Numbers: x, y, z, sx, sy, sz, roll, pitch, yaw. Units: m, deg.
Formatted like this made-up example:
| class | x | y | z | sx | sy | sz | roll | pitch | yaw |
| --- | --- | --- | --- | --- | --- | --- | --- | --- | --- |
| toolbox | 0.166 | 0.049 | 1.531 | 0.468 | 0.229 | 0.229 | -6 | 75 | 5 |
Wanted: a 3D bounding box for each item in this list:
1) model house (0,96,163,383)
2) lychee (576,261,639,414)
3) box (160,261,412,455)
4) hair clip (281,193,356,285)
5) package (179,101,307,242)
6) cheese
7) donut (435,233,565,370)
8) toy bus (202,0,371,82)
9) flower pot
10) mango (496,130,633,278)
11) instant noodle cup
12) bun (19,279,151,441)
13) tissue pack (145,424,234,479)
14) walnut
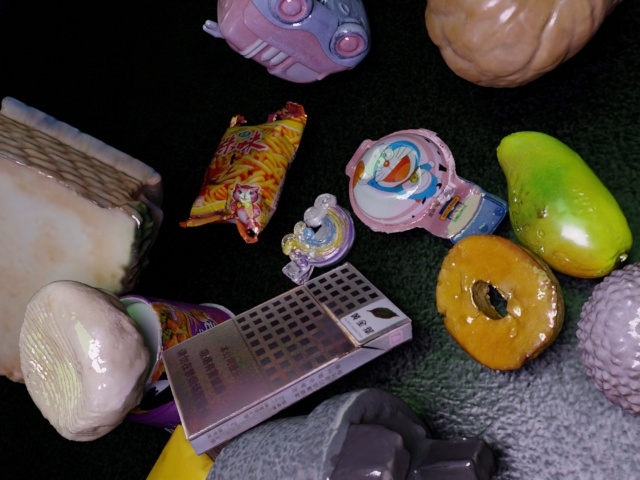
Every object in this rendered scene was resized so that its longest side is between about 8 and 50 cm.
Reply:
| class | x | y | z | sx | sy | sz | roll | pitch | yaw |
| --- | --- | --- | --- | --- | --- | --- | --- | --- | --- |
| model house | -0.530 | -0.009 | 1.043 | 0.400 | 0.396 | 0.445 | -92 | 27 | -67 |
| lychee | 0.368 | 0.099 | 0.546 | 0.197 | 0.165 | 0.165 | -59 | 44 | 42 |
| box | -0.053 | 0.151 | 0.735 | 0.325 | 0.047 | 0.180 | -25 | 34 | -15 |
| hair clip | 0.000 | 0.000 | 0.894 | 0.116 | 0.049 | 0.172 | 33 | 81 | 23 |
| package | -0.146 | -0.130 | 1.000 | 0.224 | 0.108 | 0.287 | 8 | 68 | 39 |
| cheese | 0.154 | -0.082 | 0.810 | 0.286 | 0.074 | 0.188 | 38 | 94 | 35 |
| donut | 0.237 | 0.076 | 0.672 | 0.162 | 0.066 | 0.178 | -55 | 48 | 36 |
| toy bus | -0.058 | -0.419 | 0.968 | 0.232 | 0.294 | 0.197 | -30 | 58 | 39 |
| flower pot | 0.047 | 0.329 | 0.601 | 0.283 | 0.299 | 0.298 | -26 | 58 | 35 |
| mango | 0.308 | -0.049 | 0.679 | 0.126 | 0.111 | 0.232 | -33 | 59 | 10 |
| instant noodle cup | -0.277 | 0.210 | 0.884 | 0.252 | 0.190 | 0.250 | -12 | 65 | 27 |
| bun | -0.328 | 0.165 | 0.733 | 0.231 | 0.133 | 0.230 | 6 | 101 | 34 |
| tissue pack | -0.198 | 0.443 | 0.775 | 0.192 | 0.134 | 0.270 | 28 | 87 | 36 |
| walnut | 0.281 | -0.369 | 0.731 | 0.285 | 0.285 | 0.296 | 29 | 107 | 37 |
